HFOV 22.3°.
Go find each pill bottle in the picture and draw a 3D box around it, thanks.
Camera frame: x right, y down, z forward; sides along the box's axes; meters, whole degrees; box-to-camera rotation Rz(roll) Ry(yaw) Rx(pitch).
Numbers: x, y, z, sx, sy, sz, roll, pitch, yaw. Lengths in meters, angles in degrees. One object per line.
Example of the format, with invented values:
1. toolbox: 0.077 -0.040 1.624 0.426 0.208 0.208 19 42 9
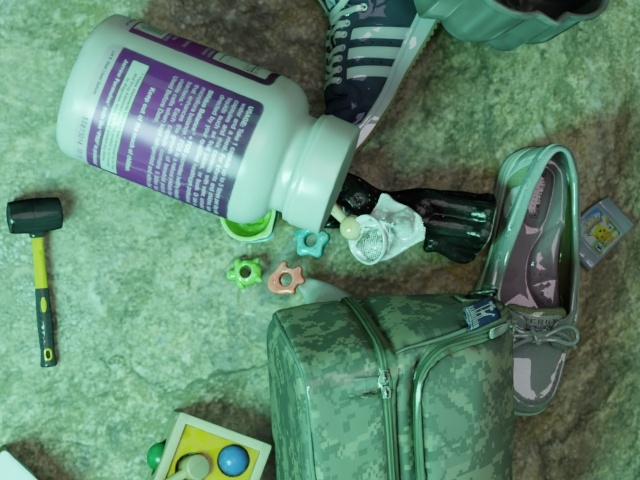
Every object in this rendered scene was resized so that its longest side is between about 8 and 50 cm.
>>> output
1. pill bottle: -0.118 -0.118 1.759 0.301 0.169 0.169 22 82 4

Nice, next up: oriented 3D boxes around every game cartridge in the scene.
1. game cartridge: 0.333 -0.011 1.966 0.056 0.017 0.083 45 78 -3

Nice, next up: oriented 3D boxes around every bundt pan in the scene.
1. bundt pan: 0.185 -0.357 1.854 0.331 0.124 0.331 14 59 -25

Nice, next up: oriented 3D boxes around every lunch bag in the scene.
1. lunch bag: 0.088 0.206 1.763 0.256 0.212 0.305 -9 107 -13

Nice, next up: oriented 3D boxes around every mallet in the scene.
1. mallet: -0.320 0.046 1.804 0.062 0.039 0.190 2 90 -14

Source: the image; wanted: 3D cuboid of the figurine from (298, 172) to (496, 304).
1. figurine: 0.079 0.032 1.877 0.209 0.092 0.215 11 84 -4

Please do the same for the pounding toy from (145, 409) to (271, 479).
1. pounding toy: -0.143 0.262 1.795 0.141 0.100 0.130 22 82 -11

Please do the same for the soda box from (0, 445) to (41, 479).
1. soda box: -0.291 0.321 1.771 0.216 0.074 0.069 44 79 -7

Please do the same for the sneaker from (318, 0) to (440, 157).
1. sneaker: 0.030 -0.225 1.865 0.153 0.099 0.282 34 73 -14

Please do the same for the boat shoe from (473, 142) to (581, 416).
1. boat shoe: 0.249 0.046 1.895 0.118 0.103 0.320 9 87 -10

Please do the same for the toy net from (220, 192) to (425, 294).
1. toy net: 0.000 0.000 1.823 0.232 0.045 0.122 2 81 18
